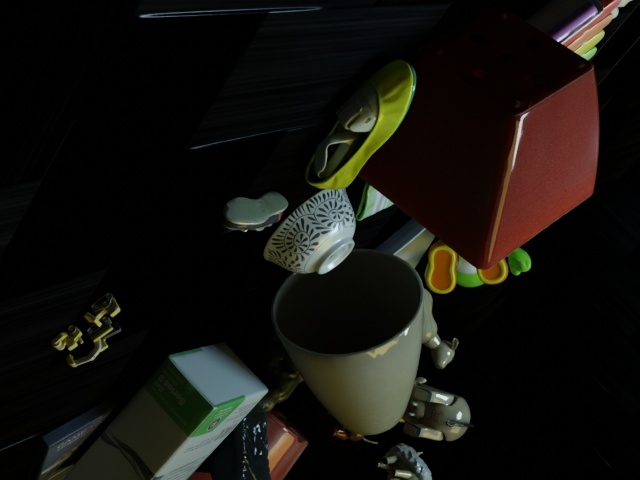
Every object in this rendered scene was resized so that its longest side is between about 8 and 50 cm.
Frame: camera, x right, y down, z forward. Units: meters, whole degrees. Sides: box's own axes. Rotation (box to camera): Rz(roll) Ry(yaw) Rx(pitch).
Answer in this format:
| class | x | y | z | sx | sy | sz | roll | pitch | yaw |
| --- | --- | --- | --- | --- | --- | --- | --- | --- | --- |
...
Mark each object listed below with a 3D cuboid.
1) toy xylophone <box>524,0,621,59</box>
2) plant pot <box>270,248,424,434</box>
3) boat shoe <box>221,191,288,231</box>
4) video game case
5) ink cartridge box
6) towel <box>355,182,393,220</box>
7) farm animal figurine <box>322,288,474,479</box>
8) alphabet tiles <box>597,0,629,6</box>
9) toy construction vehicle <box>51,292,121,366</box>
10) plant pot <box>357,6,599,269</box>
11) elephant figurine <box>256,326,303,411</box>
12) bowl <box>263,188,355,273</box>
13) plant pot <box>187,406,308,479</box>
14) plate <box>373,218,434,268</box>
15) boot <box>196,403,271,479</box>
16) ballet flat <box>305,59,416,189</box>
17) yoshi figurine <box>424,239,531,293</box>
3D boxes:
| class | x | y | z | sx | sy | sz | roll | pitch | yaw |
| --- | --- | --- | --- | --- | --- | --- | --- | --- | --- |
| toy xylophone | 0.407 | -0.327 | 1.746 | 0.236 | 0.081 | 0.322 | -39 | 164 | 9 |
| plant pot | 0.069 | 0.199 | 1.849 | 0.256 | 0.256 | 0.274 | -35 | 134 | -23 |
| boat shoe | -0.093 | -0.033 | 1.442 | 0.043 | 0.049 | 0.137 | -48 | 167 | 28 |
| video game case | -0.391 | 0.346 | 1.759 | 0.196 | 0.026 | 0.274 | -29 | 158 | -39 |
| ink cartridge box | -0.250 | 0.316 | 1.746 | 0.289 | 0.121 | 0.211 | -49 | 166 | 13 |
| towel | 0.116 | -0.096 | 1.724 | 0.152 | 0.023 | 0.113 | -28 | 139 | -51 |
| farm animal figurine | 0.176 | 0.278 | 2.050 | 0.172 | 0.327 | 0.330 | 14 | 109 | -40 |
| alphabet tiles | 0.577 | -0.510 | 1.808 | 0.278 | 0.021 | 0.284 | -18 | 151 | -50 |
| toy construction vehicle | -0.294 | 0.120 | 1.384 | 0.098 | 0.035 | 0.086 | -38 | 163 | -13 |
| plant pot | 0.241 | -0.170 | 1.530 | 0.267 | 0.267 | 0.236 | -32 | 147 | -31 |
| elephant figurine | -0.047 | 0.206 | 1.993 | 0.239 | 0.186 | 0.169 | 2 | 103 | -32 |
| bowl | 0.000 | 0.000 | 1.677 | 0.170 | 0.080 | 0.170 | -38 | 164 | -13 |
| plant pot | -0.181 | 0.424 | 2.069 | 0.265 | 0.272 | 0.272 | -50 | 164 | -3 |
| plate | 0.128 | 0.059 | 2.151 | 0.277 | 0.045 | 0.278 | -39 | 165 | -32 |
| boot | -0.192 | 0.403 | 1.887 | 0.207 | 0.247 | 0.094 | -6 | 171 | 36 |
| ballet flat | 0.046 | -0.147 | 1.432 | 0.077 | 0.077 | 0.231 | -7 | 147 | -36 |
| yoshi figurine | 0.313 | 0.040 | 2.220 | 0.203 | 0.203 | 0.362 | -54 | 179 | 17 |
